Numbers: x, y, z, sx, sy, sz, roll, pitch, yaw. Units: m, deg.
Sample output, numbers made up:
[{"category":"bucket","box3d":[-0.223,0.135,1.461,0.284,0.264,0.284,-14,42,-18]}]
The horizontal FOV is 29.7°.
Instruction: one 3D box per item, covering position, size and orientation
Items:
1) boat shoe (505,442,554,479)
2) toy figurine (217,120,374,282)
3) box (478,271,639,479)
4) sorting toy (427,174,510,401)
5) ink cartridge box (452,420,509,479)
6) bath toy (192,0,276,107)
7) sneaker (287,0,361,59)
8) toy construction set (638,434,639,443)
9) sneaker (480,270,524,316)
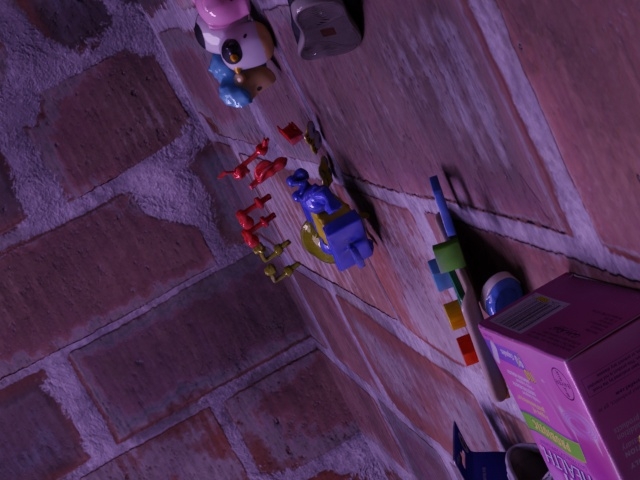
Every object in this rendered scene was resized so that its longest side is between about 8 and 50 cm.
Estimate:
[{"category":"boat shoe","box3d":[0.302,0.314,1.537,0.103,0.118,0.320,56,177,4]},{"category":"toy figurine","box3d":[0.000,0.000,2.005,0.217,0.191,0.362,48,166,36]},{"category":"box","box3d":[0.288,0.172,1.179,0.243,0.117,0.213,62,170,-11]},{"category":"sorting toy","box3d":[0.179,0.086,1.523,0.196,0.047,0.347,-99,-12,-55]},{"category":"ink cartridge box","box3d":[0.314,0.458,1.881,0.370,0.069,0.176,60,-169,-7]},{"category":"bath toy","box3d":[-0.165,-0.374,1.919,0.151,0.129,0.348,16,148,25]},{"category":"sneaker","box3d":[-0.002,-0.304,1.482,0.222,0.083,0.118,74,-176,-79]},{"category":"toy construction set","box3d":[0.377,0.251,0.908,0.327,0.151,0.215,-113,3,-46]},{"category":"sneaker","box3d":[0.239,0.108,1.426,0.084,0.058,0.152,47,161,46]}]
